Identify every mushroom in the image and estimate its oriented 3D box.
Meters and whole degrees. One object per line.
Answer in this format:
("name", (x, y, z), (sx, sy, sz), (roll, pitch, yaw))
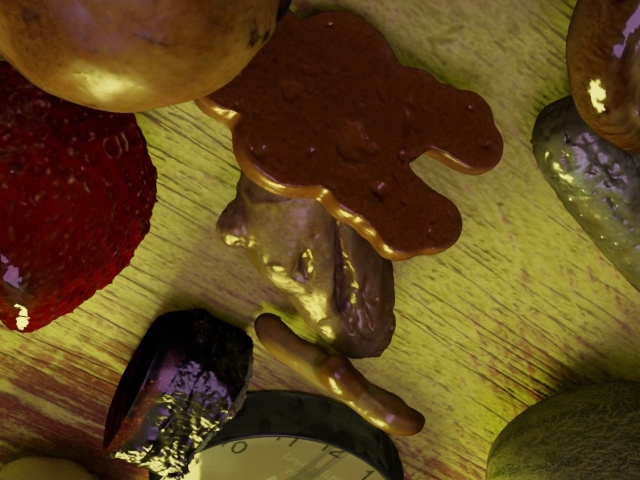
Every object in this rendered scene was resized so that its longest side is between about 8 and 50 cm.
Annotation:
("mushroom", (0.346, -0.210, 0.823), (0.263, 0.195, 0.283), (-12, 160, 1))

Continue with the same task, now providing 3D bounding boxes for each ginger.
("ginger", (0.000, 0.000, 1.035), (0.189, 0.126, 0.354), (-33, 123, -10))

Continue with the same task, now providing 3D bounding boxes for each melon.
("melon", (0.382, 0.308, 1.211), (0.329, 0.249, 0.249), (-7, 128, 8))

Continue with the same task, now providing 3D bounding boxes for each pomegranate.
("pomegranate", (-0.153, -0.266, 0.733), (0.321, 0.322, 0.322), (-1, 128, -1))

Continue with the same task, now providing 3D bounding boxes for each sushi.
("sushi", (-0.181, 0.193, 1.180), (0.126, 0.136, 0.225), (22, 117, -21))

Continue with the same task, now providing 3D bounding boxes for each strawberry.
("strawberry", (-0.284, -0.033, 0.915), (0.257, 0.277, 0.257), (-3, 130, -3))

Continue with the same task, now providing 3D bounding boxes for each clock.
("clock", (-0.065, 0.378, 1.359), (0.385, 0.076, 0.386), (0, 128, -1))

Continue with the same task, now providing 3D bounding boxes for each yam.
("yam", (0.350, -0.037, 1.016), (0.133, 0.133, 0.330), (-37, 118, 24))

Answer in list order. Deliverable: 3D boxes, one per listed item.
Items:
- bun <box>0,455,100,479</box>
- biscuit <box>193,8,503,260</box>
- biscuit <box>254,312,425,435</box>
("bun", (-0.402, 0.413, 1.337), (0.243, 0.153, 0.244), (-4, 111, -12))
("biscuit", (0.016, -0.121, 0.912), (0.333, 0.202, 0.047), (30, 162, -9))
("biscuit", (0.016, 0.163, 1.125), (0.164, 0.208, 0.047), (38, 82, -32))
